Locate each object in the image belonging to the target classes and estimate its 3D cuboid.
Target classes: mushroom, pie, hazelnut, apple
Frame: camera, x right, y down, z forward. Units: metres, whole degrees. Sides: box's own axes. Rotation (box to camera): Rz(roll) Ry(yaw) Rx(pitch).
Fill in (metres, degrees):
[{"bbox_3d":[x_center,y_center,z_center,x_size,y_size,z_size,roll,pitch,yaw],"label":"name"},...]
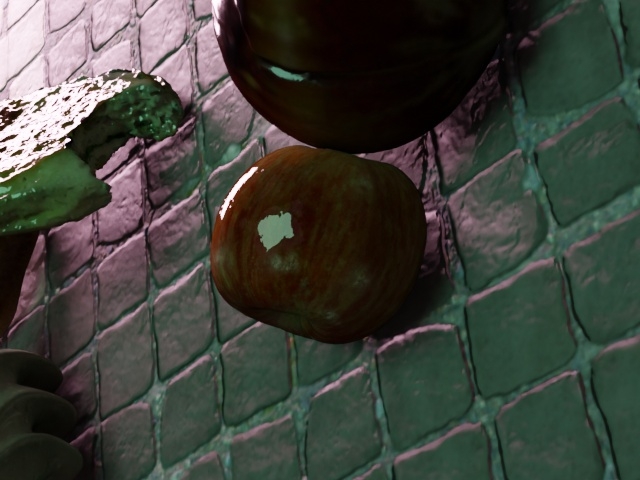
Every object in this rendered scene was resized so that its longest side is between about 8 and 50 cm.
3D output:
[{"bbox_3d":[-0.337,0.009,1.331,0.094,0.072,0.209,3,74,41],"label":"mushroom"},{"bbox_3d":[-0.274,-0.076,1.198,0.302,0.067,0.302,-21,27,11],"label":"pie"},{"bbox_3d":[0.030,-0.172,0.903,0.229,0.229,0.229,-24,56,41],"label":"hazelnut"},{"bbox_3d":[0.000,0.000,0.892,0.146,0.146,0.131,7,73,50],"label":"apple"}]

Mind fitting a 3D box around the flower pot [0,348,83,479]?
[{"bbox_3d":[-0.340,0.185,1.071,0.164,0.254,0.367,-44,14,29],"label":"flower pot"}]
